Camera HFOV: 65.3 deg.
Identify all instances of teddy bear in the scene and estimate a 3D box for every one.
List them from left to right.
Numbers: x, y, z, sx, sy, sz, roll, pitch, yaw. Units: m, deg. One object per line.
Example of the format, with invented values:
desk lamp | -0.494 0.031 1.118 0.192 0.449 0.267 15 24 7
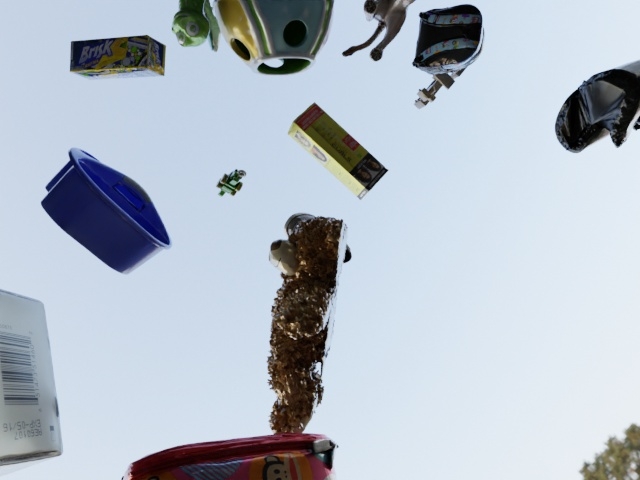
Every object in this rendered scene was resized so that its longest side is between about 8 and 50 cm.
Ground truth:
teddy bear | -0.037 0.127 0.751 0.113 0.245 0.338 8 -76 7

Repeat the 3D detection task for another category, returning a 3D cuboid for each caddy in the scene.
caddy | -0.523 -0.081 1.264 0.179 0.241 0.341 -40 -56 0

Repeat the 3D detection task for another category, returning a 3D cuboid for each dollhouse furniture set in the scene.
dollhouse furniture set | 0.324 -0.498 1.483 0.123 0.151 0.144 41 -97 -12

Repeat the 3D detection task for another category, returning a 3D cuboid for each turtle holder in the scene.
turtle holder | -0.116 -0.473 1.028 0.320 0.243 0.227 -9 -87 -47

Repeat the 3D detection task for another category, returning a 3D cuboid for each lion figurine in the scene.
lion figurine | 0.211 -0.585 1.140 0.392 0.240 0.142 -32 -69 36

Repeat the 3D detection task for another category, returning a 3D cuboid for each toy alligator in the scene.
toy alligator | -0.231 -0.167 1.339 0.056 0.190 0.051 28 -117 -21

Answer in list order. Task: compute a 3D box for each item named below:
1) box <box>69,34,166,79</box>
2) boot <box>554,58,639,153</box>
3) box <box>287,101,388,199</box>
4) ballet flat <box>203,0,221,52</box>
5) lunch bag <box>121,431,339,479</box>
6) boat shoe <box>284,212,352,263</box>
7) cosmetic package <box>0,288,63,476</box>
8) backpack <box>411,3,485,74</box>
box | -0.365 -0.327 0.900 0.054 0.169 0.059 -1 -86 -72
boot | 0.431 -0.206 0.608 0.207 0.094 0.246 -23 -13 -29
box | 0.040 -0.204 1.144 0.087 0.232 0.058 -46 -1 -26
ballet flat | -0.253 -0.525 1.155 0.052 0.057 0.168 -20 -78 -15
lunch bag | -0.093 0.316 0.570 0.258 0.120 0.293 2 -38 -22
boat shoe | 0.000 0.000 1.703 0.116 0.097 0.324 -55 -37 2
cosmetic package | -0.411 0.165 0.443 0.309 0.160 0.113 -20 -19 0
backpack | 0.333 -0.498 1.246 0.117 0.173 0.158 4 -85 -48
